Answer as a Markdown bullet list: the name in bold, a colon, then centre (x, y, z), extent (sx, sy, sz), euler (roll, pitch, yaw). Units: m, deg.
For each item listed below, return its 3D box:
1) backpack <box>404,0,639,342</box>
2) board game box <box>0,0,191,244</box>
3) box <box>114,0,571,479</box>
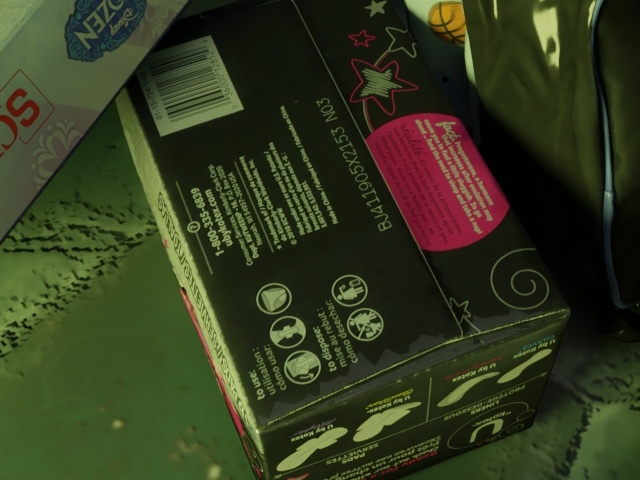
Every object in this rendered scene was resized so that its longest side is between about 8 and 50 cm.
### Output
- **backpack**: centre (0.184, -0.130, 0.651), extent (0.263, 0.276, 0.213), euler (-37, 51, -23)
- **board game box**: centre (-0.230, -0.091, 0.639), extent (0.318, 0.066, 0.319), euler (4, 52, 43)
- **box**: centre (0.000, 0.000, 0.625), extent (0.163, 0.142, 0.247), euler (-20, 59, -9)
